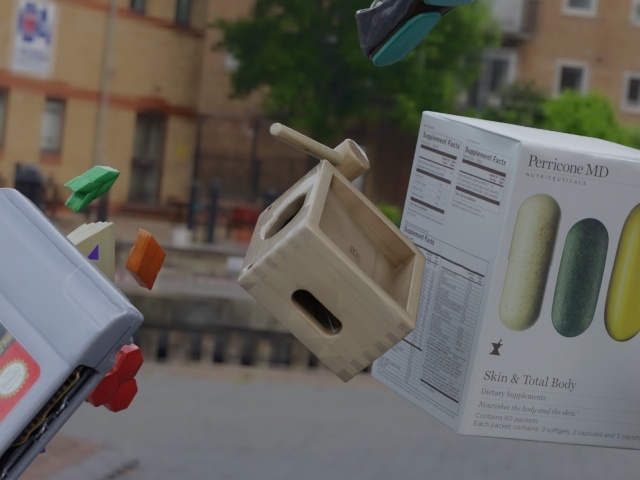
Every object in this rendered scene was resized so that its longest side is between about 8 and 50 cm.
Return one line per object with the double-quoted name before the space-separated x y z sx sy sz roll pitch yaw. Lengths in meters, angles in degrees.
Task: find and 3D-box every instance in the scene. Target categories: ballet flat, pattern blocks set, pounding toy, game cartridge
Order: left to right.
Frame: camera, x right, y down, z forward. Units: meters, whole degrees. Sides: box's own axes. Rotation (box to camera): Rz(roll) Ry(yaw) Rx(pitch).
"game cartridge" -0.294 0.110 1.439 0.196 0.294 0.060 42 3 32
"pattern blocks set" -0.266 0.077 1.848 0.026 0.324 0.285 29 35 29
"pounding toy" -0.006 -0.009 1.554 0.181 0.094 0.206 44 24 -14
"ballet flat" 0.099 -0.230 1.647 0.074 0.074 0.203 5 -26 -37

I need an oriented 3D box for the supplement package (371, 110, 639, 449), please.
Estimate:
"supplement package" 0.195 0.034 1.681 0.199 0.262 0.198 7 8 -23
